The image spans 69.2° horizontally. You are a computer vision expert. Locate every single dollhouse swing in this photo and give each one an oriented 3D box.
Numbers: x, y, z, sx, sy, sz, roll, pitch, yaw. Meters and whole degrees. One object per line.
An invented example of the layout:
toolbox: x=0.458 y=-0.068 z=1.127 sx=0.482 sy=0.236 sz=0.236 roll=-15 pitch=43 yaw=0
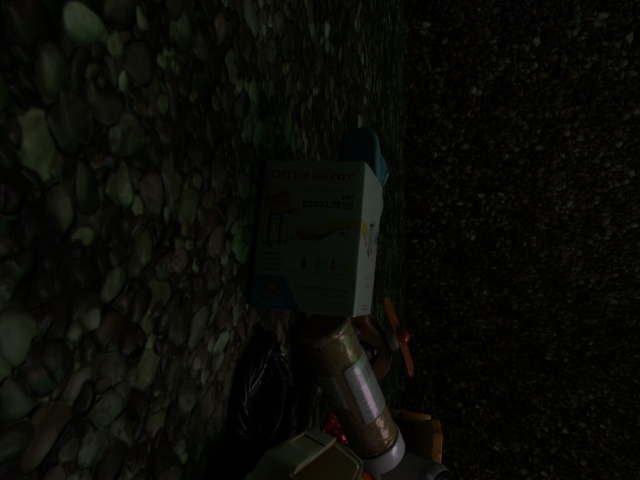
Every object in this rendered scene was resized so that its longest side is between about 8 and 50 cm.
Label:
dollhouse swing: x=0.202 y=0.689 z=1.414 sx=0.305 sy=0.314 sz=0.347 roll=63 pitch=34 yaw=-61

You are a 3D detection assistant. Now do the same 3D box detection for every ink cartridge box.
ink cartridge box: x=0.000 y=0.000 z=0.769 sx=0.168 sy=0.171 sz=0.233 roll=26 pitch=69 yaw=-74

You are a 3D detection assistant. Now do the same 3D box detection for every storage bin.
storage bin: x=-0.048 y=0.441 z=0.695 sx=0.261 sy=0.123 sz=0.262 roll=-67 pitch=161 yaw=-7

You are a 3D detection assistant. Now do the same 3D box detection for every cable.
cable: x=-0.089 y=0.234 z=0.741 sx=0.184 sy=0.047 sz=0.151 roll=-54 pitch=145 yaw=-61

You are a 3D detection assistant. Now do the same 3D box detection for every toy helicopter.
toy helicopter: x=0.098 y=0.187 z=1.054 sx=0.140 sy=0.234 sz=0.356 roll=-60 pitch=150 yaw=-57

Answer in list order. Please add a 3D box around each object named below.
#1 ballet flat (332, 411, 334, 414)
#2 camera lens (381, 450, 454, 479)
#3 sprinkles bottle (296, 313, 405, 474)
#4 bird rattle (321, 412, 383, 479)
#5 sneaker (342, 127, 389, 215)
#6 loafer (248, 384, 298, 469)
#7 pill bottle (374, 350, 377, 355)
ballet flat: x=0.087 y=0.368 z=1.243 sx=0.077 sy=0.077 sz=0.231 roll=68 pitch=29 yaw=-57
camera lens: x=0.185 y=0.643 z=1.168 sx=0.219 sy=0.274 sz=0.220 roll=-4 pitch=95 yaw=-51
sprinkles bottle: x=0.069 y=0.323 z=0.992 sx=0.356 sy=0.121 sz=0.121 roll=67 pitch=24 yaw=-16
bird rattle: x=0.050 y=0.543 z=1.073 sx=0.143 sy=0.206 sz=0.253 roll=-61 pitch=166 yaw=19
sneaker: x=0.129 y=-0.129 z=1.292 sx=0.208 sy=0.126 sz=0.320 roll=23 pitch=72 yaw=-72
loafer: x=-0.076 y=0.327 z=0.794 sx=0.170 sy=0.062 sz=0.062 roll=-55 pitch=150 yaw=-60
pill bottle: x=0.101 y=0.386 z=1.351 sx=0.112 sy=0.111 sz=0.187 roll=72 pitch=27 yaw=-54
